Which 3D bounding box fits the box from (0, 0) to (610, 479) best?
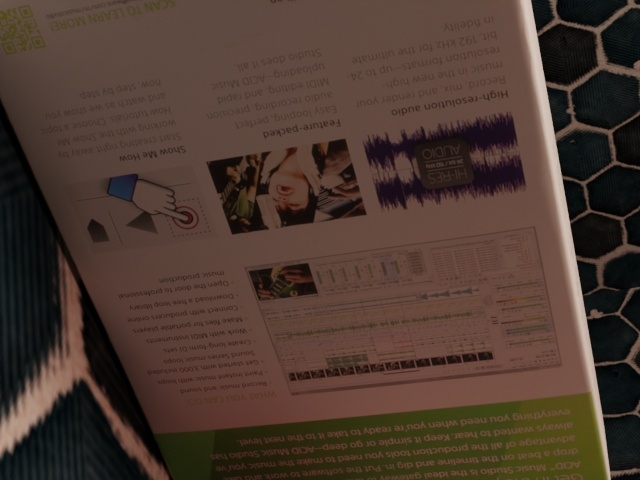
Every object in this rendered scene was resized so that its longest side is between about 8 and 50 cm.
[{"bbox_3d":[0.000,0.000,0.536,0.058,0.232,0.322,-74,152,-56],"label":"box"}]
